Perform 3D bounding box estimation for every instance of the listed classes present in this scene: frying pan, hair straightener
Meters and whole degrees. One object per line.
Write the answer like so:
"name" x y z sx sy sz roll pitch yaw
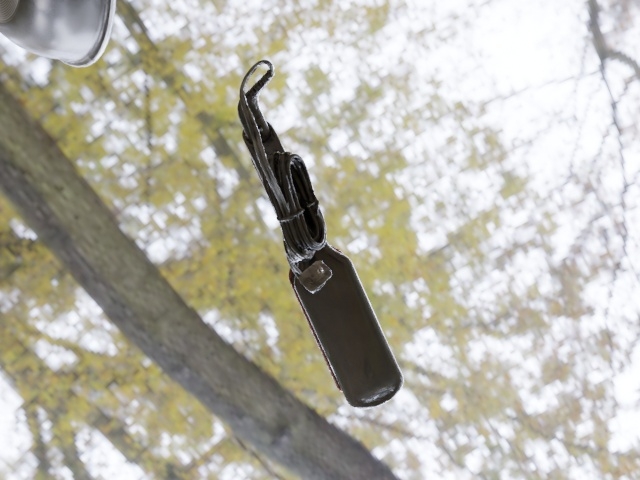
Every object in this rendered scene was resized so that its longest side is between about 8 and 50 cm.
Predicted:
"frying pan" -0.131 -0.164 0.723 0.053 0.197 0.326 -20 -150 -26
"hair straightener" 0.000 0.000 0.884 0.047 0.230 0.089 -19 -166 -6
